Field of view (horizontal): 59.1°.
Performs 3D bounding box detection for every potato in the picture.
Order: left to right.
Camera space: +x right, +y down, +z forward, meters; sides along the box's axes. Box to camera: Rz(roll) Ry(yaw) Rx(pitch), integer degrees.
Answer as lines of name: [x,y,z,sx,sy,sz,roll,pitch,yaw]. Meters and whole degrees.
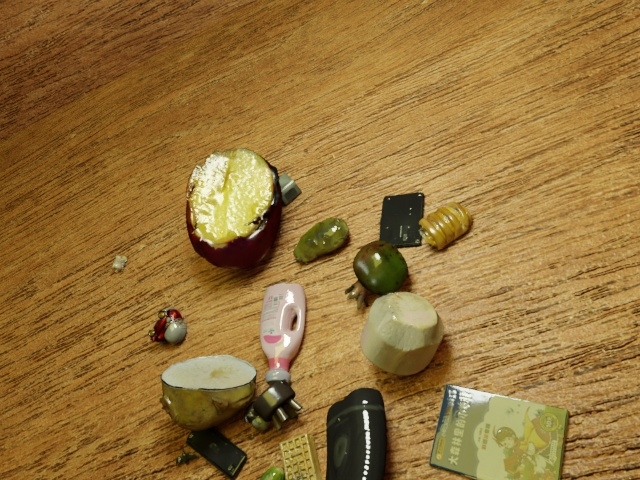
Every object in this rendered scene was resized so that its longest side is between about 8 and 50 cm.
potato: [-0.341,0.495,1.784,0.299,0.196,0.246,-1,16,6]
potato: [0.000,0.000,1.980,0.225,0.090,0.117,-31,57,15]

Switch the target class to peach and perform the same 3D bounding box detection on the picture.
peach: [-0.306,-0.120,2.026,0.338,0.353,0.417,16,106,1]

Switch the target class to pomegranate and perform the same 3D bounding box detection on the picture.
pomegranate: [0.168,0.110,1.780,0.224,0.181,0.181,-49,50,11]

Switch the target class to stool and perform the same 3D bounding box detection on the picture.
stool: [-0.146,0.512,1.707,0.121,0.125,0.217,48,111,17]

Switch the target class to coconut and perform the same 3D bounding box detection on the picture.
coconut: [0.226,0.269,1.616,0.241,0.241,0.241,-13,55,19]

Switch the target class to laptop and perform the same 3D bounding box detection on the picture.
laptop: [0.273,-0.070,1.925,0.153,0.026,0.207,-4,59,24]

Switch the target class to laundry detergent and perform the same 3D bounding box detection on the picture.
laundry detergent: [-0.127,0.306,1.852,0.158,0.088,0.335,-11,57,20]

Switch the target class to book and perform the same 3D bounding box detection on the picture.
book: [0.458,0.513,1.464,0.322,0.018,0.229,5,62,29]

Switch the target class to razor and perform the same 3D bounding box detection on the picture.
razor: [0.087,0.569,1.497,0.204,0.113,0.349,-40,27,35]

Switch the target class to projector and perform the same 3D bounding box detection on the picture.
projector: [-0.134,-0.200,2.180,0.082,0.083,0.083,-41,51,-2]

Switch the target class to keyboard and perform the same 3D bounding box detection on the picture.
keyboard: [-0.329,0.654,1.772,0.230,0.025,0.094,22,71,36]

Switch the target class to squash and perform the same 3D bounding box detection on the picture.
squash: [-0.181,0.748,1.612,0.066,0.066,0.229,28,77,37]

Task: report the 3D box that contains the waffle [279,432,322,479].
waffle: [-0.058,0.643,1.629,0.102,0.042,0.148,-24,53,12]

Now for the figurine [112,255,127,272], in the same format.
figurine: [-0.843,0.096,2.386,0.050,0.047,0.083,-6,49,6]

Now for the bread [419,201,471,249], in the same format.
bread: [0.398,-0.053,1.817,0.177,0.084,0.119,-34,51,-2]

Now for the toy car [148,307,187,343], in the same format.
toy car: [-0.542,0.326,2.051,0.112,0.112,0.139,33,88,22]

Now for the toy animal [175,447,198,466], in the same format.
toy animal: [-0.430,0.687,1.801,0.084,0.028,0.050,-28,52,12]
